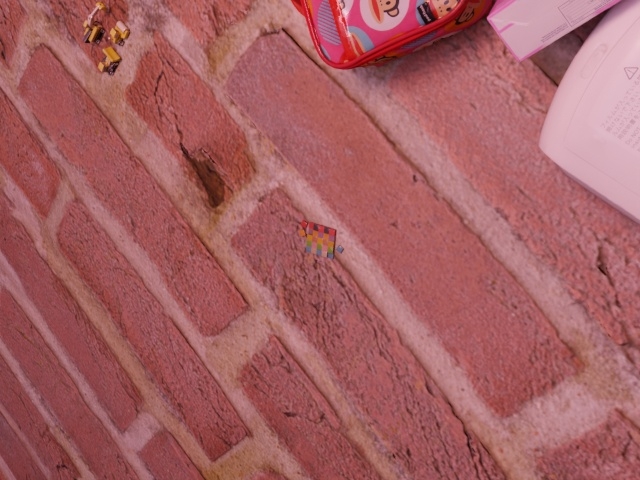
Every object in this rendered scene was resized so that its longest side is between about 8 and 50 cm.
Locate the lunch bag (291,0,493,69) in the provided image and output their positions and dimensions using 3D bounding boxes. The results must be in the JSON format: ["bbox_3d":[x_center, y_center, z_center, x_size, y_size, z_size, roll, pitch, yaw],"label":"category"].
[{"bbox_3d":[0.056,-0.368,0.728,0.258,0.120,0.293,-14,95,39],"label":"lunch bag"}]

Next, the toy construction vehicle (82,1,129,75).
[{"bbox_3d":[-0.388,-0.359,1.058,0.086,0.035,0.098,51,124,9],"label":"toy construction vehicle"}]

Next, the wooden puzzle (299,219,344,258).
[{"bbox_3d":[0.000,0.000,0.936,0.083,0.006,0.050,16,113,28],"label":"wooden puzzle"}]

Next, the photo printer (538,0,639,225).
[{"bbox_3d":[0.396,-0.117,0.585,0.307,0.107,0.256,39,121,18],"label":"photo printer"}]

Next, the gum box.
[{"bbox_3d":[0.270,-0.273,0.590,0.062,0.107,0.188,46,139,-16],"label":"gum box"}]
